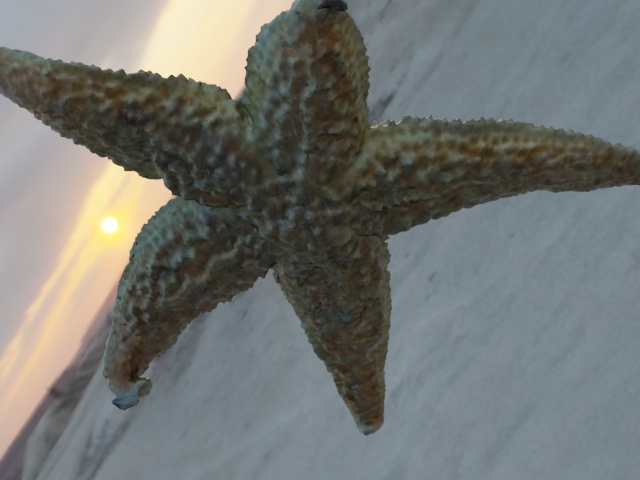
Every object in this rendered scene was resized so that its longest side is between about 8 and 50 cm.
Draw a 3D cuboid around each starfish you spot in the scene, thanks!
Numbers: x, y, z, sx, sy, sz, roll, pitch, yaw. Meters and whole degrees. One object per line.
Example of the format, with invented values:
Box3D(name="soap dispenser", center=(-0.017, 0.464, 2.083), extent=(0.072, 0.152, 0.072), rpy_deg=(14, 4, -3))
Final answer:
Box3D(name="starfish", center=(-0.001, -0.003, 0.387), extent=(0.048, 0.295, 0.231), rpy_deg=(-100, 18, -54))
